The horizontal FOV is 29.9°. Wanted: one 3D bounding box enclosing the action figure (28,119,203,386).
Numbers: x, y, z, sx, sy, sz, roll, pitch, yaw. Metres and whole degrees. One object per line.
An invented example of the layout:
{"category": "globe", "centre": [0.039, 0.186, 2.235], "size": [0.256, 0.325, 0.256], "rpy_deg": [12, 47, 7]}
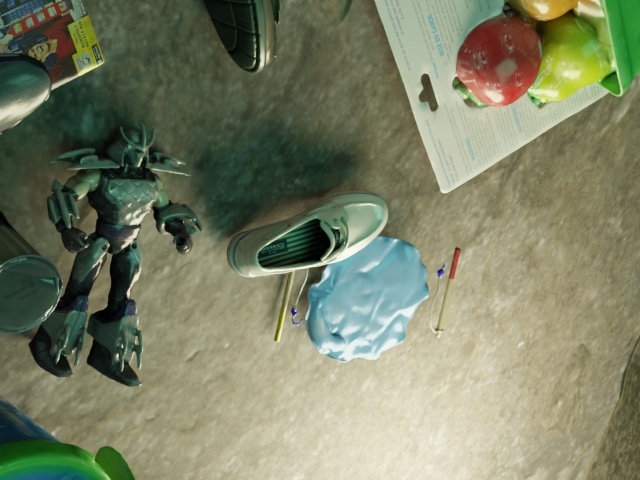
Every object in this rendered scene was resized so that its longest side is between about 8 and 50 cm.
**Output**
{"category": "action figure", "centre": [-0.219, 0.008, 1.277], "size": [0.185, 0.099, 0.285], "rpy_deg": [5, 107, -35]}

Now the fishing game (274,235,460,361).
{"category": "fishing game", "centre": [0.060, 0.076, 1.581], "size": [0.264, 0.041, 0.189], "rpy_deg": [-3, 114, -28]}

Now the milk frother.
{"category": "milk frother", "centre": [-0.333, 0.058, 1.183], "size": [0.129, 0.135, 0.143], "rpy_deg": [-28, 129, -23]}

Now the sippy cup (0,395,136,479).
{"category": "sippy cup", "centre": [-0.354, 0.261, 1.219], "size": [0.240, 0.224, 0.305], "rpy_deg": [-48, 134, -7]}

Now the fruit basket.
{"category": "fruit basket", "centre": [0.251, -0.268, 1.491], "size": [0.353, 0.165, 0.327], "rpy_deg": [-29, 130, -3]}

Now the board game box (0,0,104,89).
{"category": "board game box", "centre": [-0.320, -0.210, 1.094], "size": [0.194, 0.060, 0.194], "rpy_deg": [-30, 132, -19]}

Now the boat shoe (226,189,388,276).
{"category": "boat shoe", "centre": [0.000, 0.000, 1.448], "size": [0.226, 0.076, 0.083], "rpy_deg": [-23, 107, -27]}

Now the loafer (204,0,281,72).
{"category": "loafer", "centre": [-0.077, -0.301, 1.220], "size": [0.084, 0.096, 0.267], "rpy_deg": [-35, 130, -26]}

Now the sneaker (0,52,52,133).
{"category": "sneaker", "centre": [-0.334, -0.089, 1.053], "size": [0.224, 0.098, 0.083], "rpy_deg": [-24, 134, -14]}
